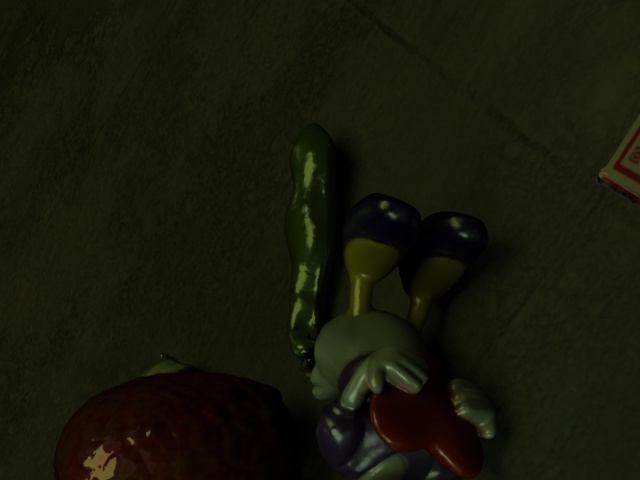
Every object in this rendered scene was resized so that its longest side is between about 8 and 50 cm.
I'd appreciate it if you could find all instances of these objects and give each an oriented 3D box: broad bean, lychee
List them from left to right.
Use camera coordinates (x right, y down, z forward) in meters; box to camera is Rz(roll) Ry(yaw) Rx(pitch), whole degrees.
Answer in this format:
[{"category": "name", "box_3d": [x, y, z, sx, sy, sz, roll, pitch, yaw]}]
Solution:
[{"category": "lychee", "box_3d": [-0.160, 0.248, 1.050, 0.255, 0.300, 0.255, 163, 90, -77]}, {"category": "broad bean", "box_3d": [-0.004, 0.006, 1.146, 0.098, 0.056, 0.318, 126, 147, -50]}]

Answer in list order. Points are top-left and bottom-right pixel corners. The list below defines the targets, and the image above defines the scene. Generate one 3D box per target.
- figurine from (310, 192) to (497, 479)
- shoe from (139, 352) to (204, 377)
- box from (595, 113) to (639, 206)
[{"category": "figurine", "box_3d": [0.040, 0.162, 0.921, 0.193, 0.154, 0.420, -24, 51, 51]}, {"category": "shoe", "box_3d": [-0.217, 0.258, 1.256, 0.274, 0.103, 0.098, -59, 34, 1]}, {"category": "box", "box_3d": [0.302, -0.082, 0.757, 0.182, 0.099, 0.133, -58, 34, 11]}]
